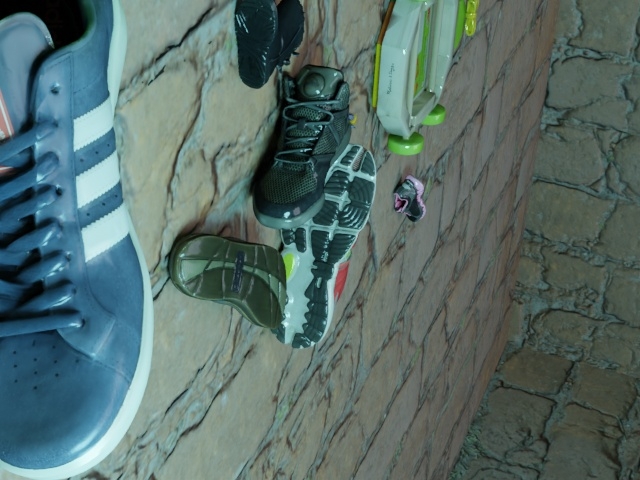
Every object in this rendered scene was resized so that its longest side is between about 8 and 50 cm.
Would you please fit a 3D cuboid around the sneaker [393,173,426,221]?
[{"bbox_3d":[0.148,-0.063,1.866,0.057,0.047,0.119,-45,151,-18],"label":"sneaker"}]

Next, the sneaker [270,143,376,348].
[{"bbox_3d":[0.000,0.000,1.398,0.118,0.107,0.279,-44,155,-72],"label":"sneaker"}]

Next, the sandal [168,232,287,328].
[{"bbox_3d":[-0.102,0.041,1.171,0.219,0.060,0.090,18,80,-58],"label":"sandal"}]

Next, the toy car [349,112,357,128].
[{"bbox_3d":[0.019,-0.145,1.401,0.060,0.041,0.122,86,26,-45],"label":"toy car"}]

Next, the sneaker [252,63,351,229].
[{"bbox_3d":[-0.023,-0.116,1.235,0.227,0.087,0.130,-62,156,-44],"label":"sneaker"}]

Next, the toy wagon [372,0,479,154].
[{"bbox_3d":[0.168,-0.302,1.688,0.344,0.068,0.267,-51,151,-53],"label":"toy wagon"}]

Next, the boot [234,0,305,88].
[{"bbox_3d":[-0.048,-0.226,1.134,0.121,0.045,0.099,96,21,-45],"label":"boot"}]

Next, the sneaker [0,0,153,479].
[{"bbox_3d":[-0.180,-0.041,0.631,0.148,0.131,0.350,67,14,-70],"label":"sneaker"}]
